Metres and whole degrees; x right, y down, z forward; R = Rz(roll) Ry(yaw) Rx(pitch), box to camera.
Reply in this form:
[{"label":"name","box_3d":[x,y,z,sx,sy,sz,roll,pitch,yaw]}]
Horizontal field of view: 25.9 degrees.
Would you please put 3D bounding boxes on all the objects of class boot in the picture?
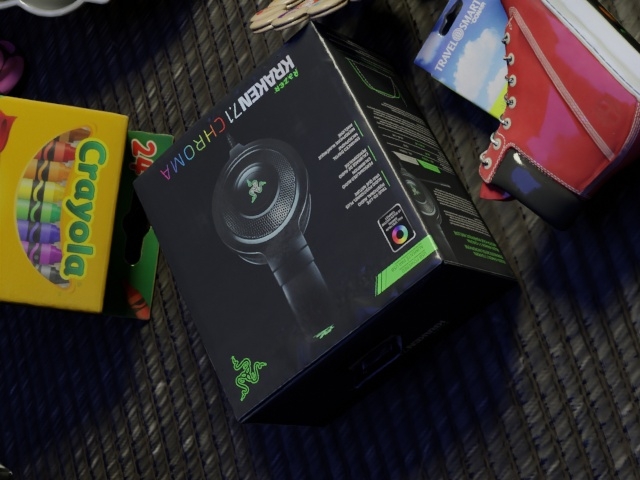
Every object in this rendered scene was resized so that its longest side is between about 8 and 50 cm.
[{"label":"boot","box_3d":[0.157,-0.133,1.126,0.176,0.088,0.244,-46,64,21]}]

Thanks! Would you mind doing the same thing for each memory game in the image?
[{"label":"memory game","box_3d":[0.019,-0.229,1.253,0.186,0.186,0.012,-13,111,33]}]

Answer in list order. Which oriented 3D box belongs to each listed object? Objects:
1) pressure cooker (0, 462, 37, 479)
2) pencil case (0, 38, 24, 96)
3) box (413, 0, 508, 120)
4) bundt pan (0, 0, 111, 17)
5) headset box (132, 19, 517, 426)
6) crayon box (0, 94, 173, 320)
[{"label":"pressure cooker","box_3d":[-0.361,0.396,1.280,0.369,0.375,0.420,-9,75,13]},{"label":"pencil case","box_3d":[-0.432,-0.227,1.537,0.095,0.209,0.098,-35,51,18]},{"label":"box","box_3d":[0.176,-0.152,1.192,0.178,0.042,0.109,38,103,33]},{"label":"bundt pan","box_3d":[-0.266,-0.401,1.458,0.330,0.124,0.331,3,101,17]},{"label":"headset box","box_3d":[0.000,0.000,1.235,0.246,0.131,0.283,-39,62,24]},{"label":"crayon box","box_3d":[-0.310,-0.038,1.373,0.081,0.318,0.202,161,116,-78]}]
